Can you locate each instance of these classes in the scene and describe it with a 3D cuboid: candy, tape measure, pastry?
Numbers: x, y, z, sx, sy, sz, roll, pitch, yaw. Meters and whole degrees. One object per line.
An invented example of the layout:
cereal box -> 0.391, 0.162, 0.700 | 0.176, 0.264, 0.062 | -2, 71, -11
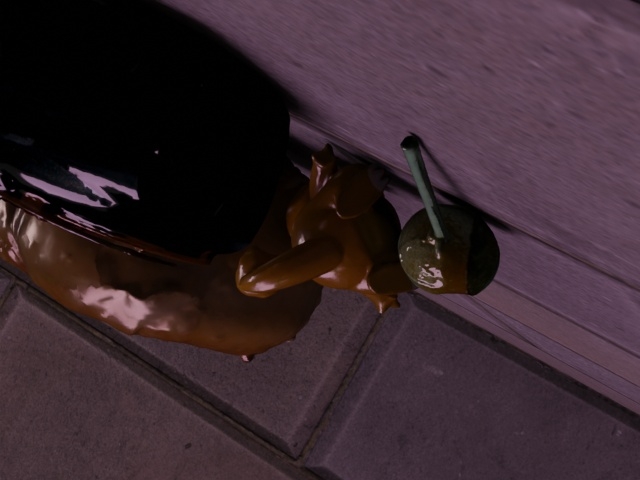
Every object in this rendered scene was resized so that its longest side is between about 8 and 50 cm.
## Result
candy -> 0.063, -0.016, 0.689 | 0.061, 0.061, 0.202 | 29, 170, 19
tape measure -> -0.122, -0.069, 0.731 | 0.202, 0.135, 0.223 | 19, 178, 14
pastry -> -0.128, -0.028, 1.038 | 0.285, 0.184, 0.316 | 18, -176, -30

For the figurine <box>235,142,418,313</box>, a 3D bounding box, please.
figurine -> -0.003, 0.001, 0.864 | 0.121, 0.122, 0.176 | 64, 180, -9
